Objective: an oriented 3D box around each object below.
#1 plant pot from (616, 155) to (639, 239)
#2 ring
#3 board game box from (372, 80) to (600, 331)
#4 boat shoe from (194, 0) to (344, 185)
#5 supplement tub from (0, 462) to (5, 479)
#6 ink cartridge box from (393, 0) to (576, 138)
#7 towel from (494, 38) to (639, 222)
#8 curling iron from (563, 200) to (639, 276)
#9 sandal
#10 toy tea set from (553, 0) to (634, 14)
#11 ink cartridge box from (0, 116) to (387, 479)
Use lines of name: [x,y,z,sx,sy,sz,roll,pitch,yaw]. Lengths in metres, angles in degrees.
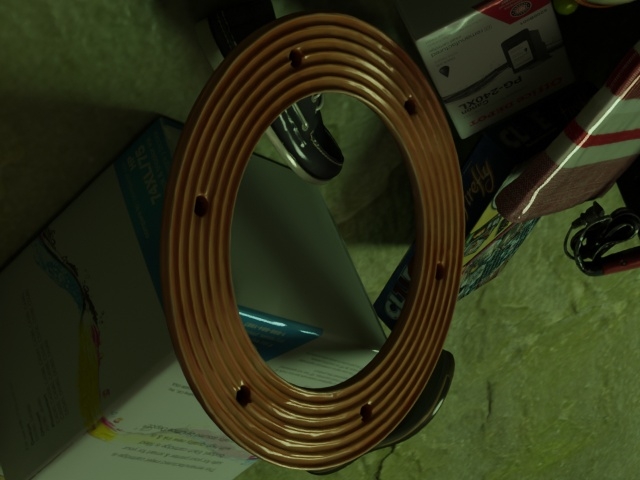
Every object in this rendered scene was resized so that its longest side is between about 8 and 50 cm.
plant pot: [0.383,-0.056,1.347,0.167,0.188,0.187,21,129,-30]
ring: [0.000,0.000,1.057,0.032,0.336,0.336,5,168,40]
board game box: [0.156,-0.027,1.306,0.165,0.042,0.243,-27,156,-42]
boat shoe: [-0.020,-0.112,1.102,0.065,0.075,0.206,-29,141,11]
supplement tub: [-0.347,0.215,1.233,0.228,0.228,0.316,-33,146,16]
ink cartridge box: [0.132,-0.161,1.133,0.109,0.063,0.150,-27,147,6]
towel: [0.282,-0.151,1.141,0.329,0.037,0.237,-52,164,23]
curling iron: [0.349,-0.014,1.251,0.274,0.035,0.068,-8,128,11]
sandal: [0.054,0.186,1.592,0.219,0.090,0.060,-30,126,24]
toy tea set: [0.256,-0.285,0.961,0.200,0.124,0.336,-17,147,-9]
ink cartridge box: [-0.125,0.076,1.194,0.270,0.197,0.198,-40,144,24]
